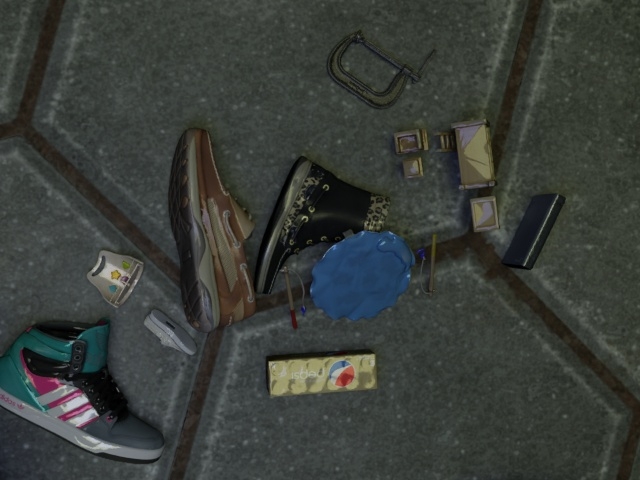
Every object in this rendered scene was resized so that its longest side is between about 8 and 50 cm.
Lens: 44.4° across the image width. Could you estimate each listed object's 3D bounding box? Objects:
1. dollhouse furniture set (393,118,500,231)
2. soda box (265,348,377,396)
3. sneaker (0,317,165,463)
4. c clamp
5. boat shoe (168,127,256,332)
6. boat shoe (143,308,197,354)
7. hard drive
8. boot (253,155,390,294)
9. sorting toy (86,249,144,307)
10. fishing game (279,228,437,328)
[{"bbox_3d":[0.216,-0.102,1.336,0.160,0.101,0.182,-6,92,17],"label":"dollhouse furniture set"},{"bbox_3d":[0.001,0.220,1.307,0.181,0.058,0.061,-3,91,-9],"label":"soda box"},{"bbox_3d":[-0.354,0.216,1.230,0.295,0.124,0.179,27,96,-6],"label":"sneaker"},{"bbox_3d":[0.097,-0.301,1.336,0.160,0.022,0.137,27,92,-9],"label":"c clamp"},{"bbox_3d":[-0.170,-0.019,1.259,0.116,0.123,0.325,-5,87,-26],"label":"boat shoe"},{"bbox_3d":[-0.248,0.157,1.286,0.100,0.035,0.035,42,112,-10],"label":"boat shoe"},{"bbox_3d":[0.363,-0.015,1.338,0.022,0.094,0.135,27,87,-8],"label":"hard drive"},{"bbox_3d":[0.001,-0.001,1.293,0.178,0.085,0.237,21,89,-11],"label":"boot"},{"bbox_3d":[-0.335,0.054,1.268,0.075,0.045,0.083,30,87,0],"label":"sorting toy"},{"bbox_3d":[0.066,0.054,1.295,0.264,0.041,0.189,-15,129,-8],"label":"fishing game"}]
